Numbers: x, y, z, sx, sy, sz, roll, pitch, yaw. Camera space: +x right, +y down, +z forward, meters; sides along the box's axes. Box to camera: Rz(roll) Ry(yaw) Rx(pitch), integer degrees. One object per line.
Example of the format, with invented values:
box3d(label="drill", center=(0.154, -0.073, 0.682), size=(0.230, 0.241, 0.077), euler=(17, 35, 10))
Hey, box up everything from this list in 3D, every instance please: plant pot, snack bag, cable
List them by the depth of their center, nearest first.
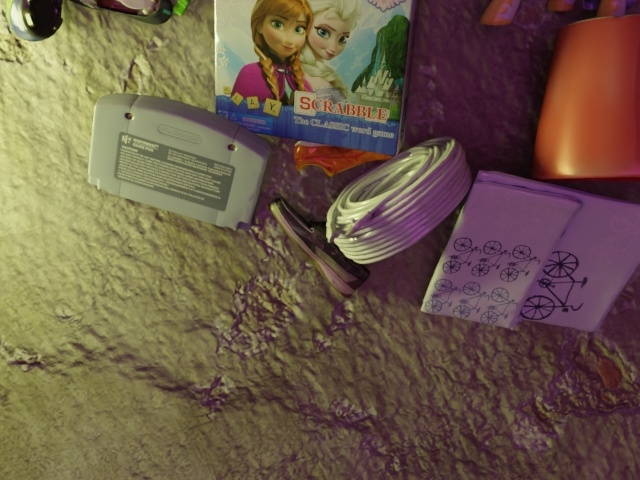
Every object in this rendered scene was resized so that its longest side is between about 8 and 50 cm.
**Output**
box3d(label="plant pot", center=(0.473, -0.215, 1.295), size=(0.275, 0.275, 0.243), euler=(1, 92, 1))
box3d(label="cable", center=(0.128, -0.069, 1.328), size=(0.257, 0.257, 0.089), euler=(-32, 105, 7))
box3d(label="snack bag", center=(0.372, 0.040, 1.376), size=(0.342, 0.037, 0.323), euler=(11, 133, -6))

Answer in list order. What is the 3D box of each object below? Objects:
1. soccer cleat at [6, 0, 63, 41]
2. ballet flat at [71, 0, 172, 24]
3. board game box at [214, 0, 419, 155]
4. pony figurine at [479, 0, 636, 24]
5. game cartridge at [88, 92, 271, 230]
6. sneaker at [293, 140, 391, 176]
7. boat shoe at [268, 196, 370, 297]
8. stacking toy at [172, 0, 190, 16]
box3d(label="soccer cleat", center=(-0.468, -0.471, 1.338), size=(0.121, 0.093, 0.289), euler=(11, 95, 43))
box3d(label="ballet flat", center=(-0.346, -0.410, 1.359), size=(0.203, 0.074, 0.074), euler=(17, 103, -2))
box3d(label="board game box", center=(-0.011, -0.312, 1.296), size=(0.318, 0.066, 0.318), euler=(10, 120, 13))
box3d(label="pony figurine", center=(0.405, -0.519, 1.232), size=(0.351, 0.303, 0.363), euler=(1, 120, 4))
box3d(label="game cartridge", center=(-0.240, -0.137, 1.390), size=(0.297, 0.062, 0.198), euler=(17, 123, -2))
box3d(label="sneaker", center=(0.041, -0.144, 1.411), size=(0.175, 0.064, 0.067), euler=(1, 102, 18))
box3d(label="boat shoe", center=(0.001, 0.001, 1.441), size=(0.073, 0.080, 0.223), euler=(-40, 104, 4))
box3d(label="stacking toy", center=(-0.116, -0.425, 1.353), size=(0.167, 0.052, 0.221), euler=(33, 111, -11))
